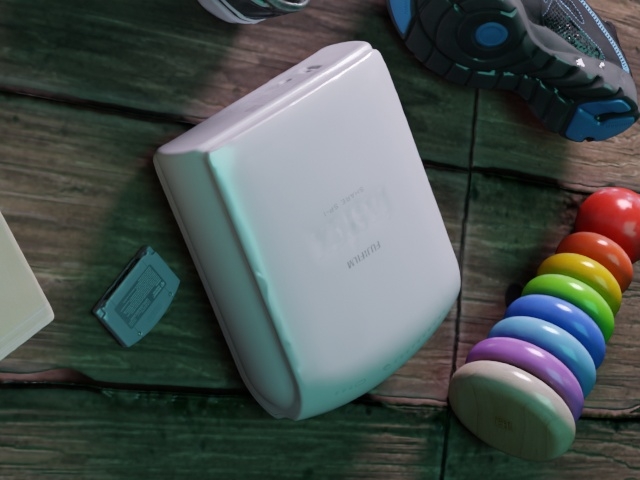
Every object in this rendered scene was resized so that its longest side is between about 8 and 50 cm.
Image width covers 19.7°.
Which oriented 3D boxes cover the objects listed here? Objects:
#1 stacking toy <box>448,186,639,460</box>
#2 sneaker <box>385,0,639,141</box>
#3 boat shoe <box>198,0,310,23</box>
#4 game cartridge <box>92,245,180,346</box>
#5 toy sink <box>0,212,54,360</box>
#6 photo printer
[{"bbox_3d":[0.266,0.069,1.976,0.141,0.141,0.330,52,55,-29],"label":"stacking toy"},{"bbox_3d":[0.194,-0.227,1.928,0.341,0.125,0.140,31,44,-34],"label":"sneaker"},{"bbox_3d":[-0.121,-0.323,1.627,0.335,0.119,0.121,42,65,-34],"label":"boat shoe"},{"bbox_3d":[-0.165,0.053,1.671,0.056,0.017,0.083,51,61,-26],"label":"game cartridge"},{"bbox_3d":[-0.335,-0.010,1.434,0.131,0.153,0.234,-40,115,-33],"label":"toy sink"},{"bbox_3d":[0.000,0.000,1.750,0.256,0.107,0.307,-34,112,-35],"label":"photo printer"}]
